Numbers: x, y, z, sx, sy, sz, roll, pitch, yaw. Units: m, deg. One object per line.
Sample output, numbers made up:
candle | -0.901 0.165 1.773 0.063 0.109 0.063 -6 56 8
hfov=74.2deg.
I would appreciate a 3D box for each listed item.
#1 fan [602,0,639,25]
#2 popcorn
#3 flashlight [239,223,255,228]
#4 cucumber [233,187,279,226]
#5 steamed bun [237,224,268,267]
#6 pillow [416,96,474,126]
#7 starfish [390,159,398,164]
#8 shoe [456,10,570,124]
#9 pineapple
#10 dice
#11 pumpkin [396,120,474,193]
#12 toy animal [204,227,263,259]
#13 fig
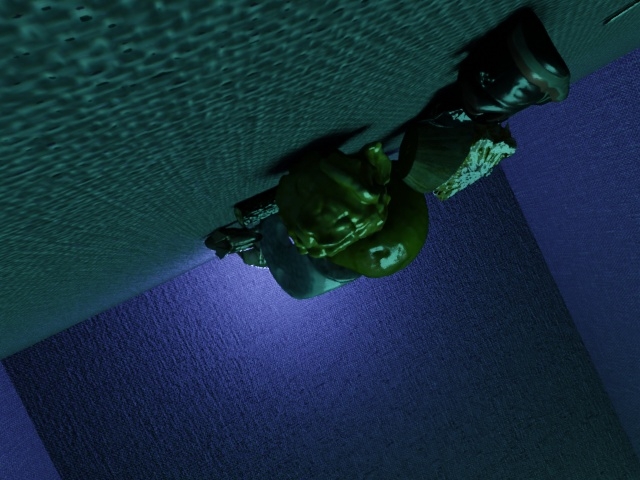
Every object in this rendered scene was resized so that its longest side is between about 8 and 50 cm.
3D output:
fan | 0.610 -0.451 0.740 0.153 0.008 0.227 -28 -178 -26
popcorn | 0.029 -0.078 0.752 0.217 0.181 0.235 -27 -174 17
flashlight | -0.228 -0.054 1.280 0.052 0.031 0.110 11 175 -1
cucumber | -0.104 -0.089 0.962 0.187 0.058 0.058 -26 -178 -13
steamed bun | -0.232 0.023 1.929 0.268 0.207 0.280 -25 -176 38
pillow | 0.276 -0.252 0.825 0.141 0.055 0.208 -12 -166 4
starfish | 0.245 -0.248 1.440 0.303 0.113 0.312 -22 -168 19
shoe | 0.274 -0.226 0.621 0.137 0.114 0.291 -31 176 30
pineapple | 0.485 -0.351 1.504 0.344 0.209 0.286 -39 -152 42
dice | 0.000 0.000 1.510 0.328 0.330 0.348 -25 -176 -31
pumpkin | 0.244 -0.219 0.985 0.110 0.217 0.217 15 165 -20
toy animal | -0.260 -0.003 1.299 0.188 0.089 0.179 -6 -172 3
fig | 0.150 -0.050 1.186 0.343 0.343 0.343 -26 -178 1
